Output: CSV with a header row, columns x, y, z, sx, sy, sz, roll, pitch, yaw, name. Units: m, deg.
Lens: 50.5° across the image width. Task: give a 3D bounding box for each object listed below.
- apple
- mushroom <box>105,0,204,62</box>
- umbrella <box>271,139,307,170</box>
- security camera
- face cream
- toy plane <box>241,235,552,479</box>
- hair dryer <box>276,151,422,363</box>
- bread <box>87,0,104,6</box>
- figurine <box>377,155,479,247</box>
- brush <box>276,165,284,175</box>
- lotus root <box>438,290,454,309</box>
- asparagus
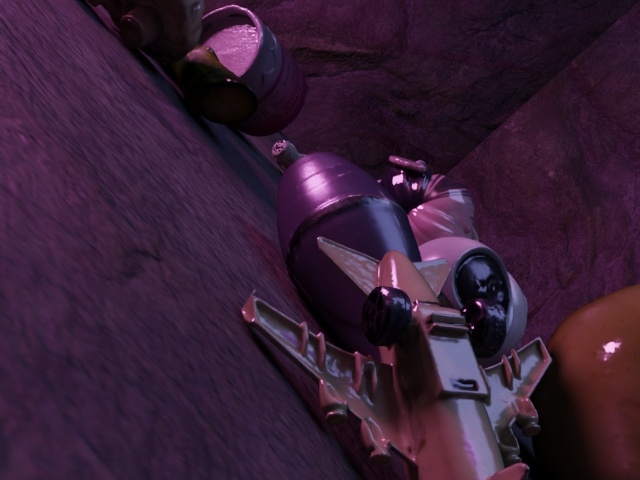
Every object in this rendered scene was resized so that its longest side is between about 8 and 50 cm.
x,y,z,sx,sy,sz,roll,pitch,yaw,name
0.567,0.298,1.131,0.473,0.473,0.473,47,6,-6,apple
-0.229,-0.310,0.930,0.154,0.122,0.154,20,-34,14,mushroom
-0.057,-0.178,1.558,0.062,0.067,0.143,12,-15,44,umbrella
0.203,0.095,1.039,0.194,0.194,0.236,52,10,34,security camera
-0.138,-0.307,1.253,0.175,0.175,0.195,51,5,26,face cream
0.068,0.088,0.417,0.229,0.092,0.244,10,36,-22,toy plane
0.093,0.099,0.683,0.361,0.121,0.301,49,11,-53,hair dryer
-0.342,-0.369,0.890,0.153,0.028,0.068,49,6,19,bread
0.203,0.009,1.299,0.253,0.211,0.361,47,-3,25,figurine
-0.069,-0.131,1.392,0.016,0.013,0.083,40,8,-41,brush
0.099,0.076,0.867,0.192,0.088,0.113,47,-18,1,lotus root
-0.183,-0.252,1.032,0.082,0.085,0.343,28,11,-39,asparagus
